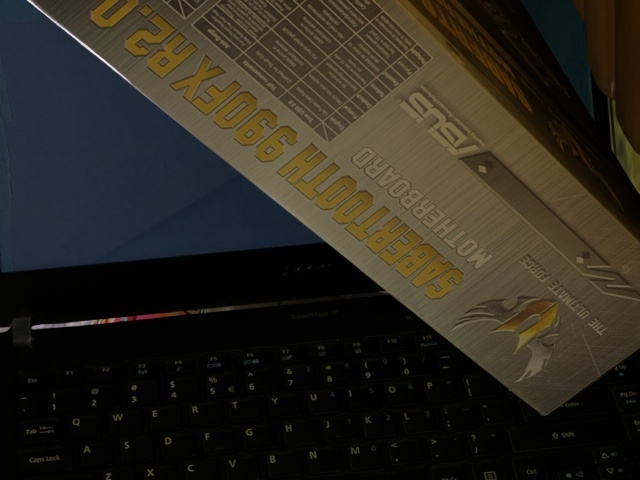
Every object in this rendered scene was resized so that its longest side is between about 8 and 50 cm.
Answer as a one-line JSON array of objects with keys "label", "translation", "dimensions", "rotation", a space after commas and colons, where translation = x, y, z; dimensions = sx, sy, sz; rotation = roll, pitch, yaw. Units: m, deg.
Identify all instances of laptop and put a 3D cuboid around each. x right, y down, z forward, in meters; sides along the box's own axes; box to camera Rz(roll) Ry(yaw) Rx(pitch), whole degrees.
[{"label": "laptop", "translation": [0.000, 0.000, 0.584], "dimensions": [0.264, 0.234, 0.137], "rotation": [-101, 7, -50]}]

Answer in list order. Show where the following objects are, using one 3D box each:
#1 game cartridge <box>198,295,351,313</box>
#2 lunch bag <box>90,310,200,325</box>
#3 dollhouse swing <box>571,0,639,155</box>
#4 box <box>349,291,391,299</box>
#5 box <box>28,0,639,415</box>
[{"label": "game cartridge", "translation": [-0.051, 0.104, 0.846], "dimensions": [0.355, 0.068, 0.230], "rotation": [127, 156, -80]}, {"label": "lunch bag", "translation": [-0.041, 0.149, 1.202], "dimensions": [0.120, 0.258, 0.293], "rotation": [-51, 22, 35]}, {"label": "dollhouse swing", "translation": [-0.006, -0.136, 0.384], "dimensions": [0.347, 0.315, 0.305], "rotation": [-104, 21, -56]}, {"label": "box", "translation": [0.020, -0.070, 1.055], "dimensions": [0.395, 0.097, 0.318], "rotation": [91, 173, -51]}, {"label": "box", "translation": [-0.010, -0.080, 0.466], "dimensions": [0.231, 0.056, 0.183], "rotation": [38, -159, -39]}]
